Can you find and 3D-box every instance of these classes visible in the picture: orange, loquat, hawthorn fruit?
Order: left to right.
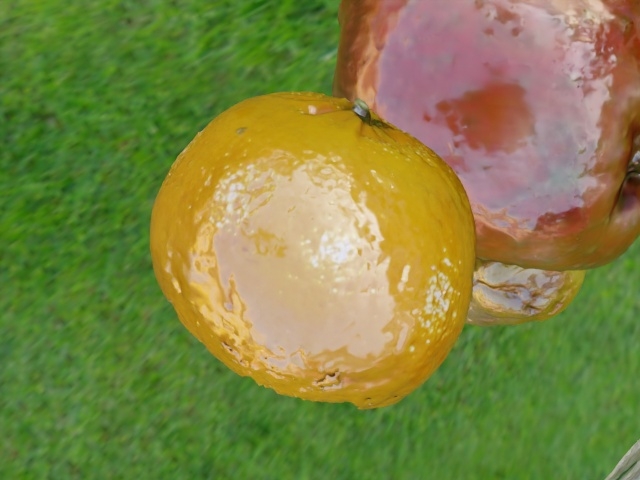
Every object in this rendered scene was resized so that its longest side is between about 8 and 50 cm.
[{"bbox_3d":[0.000,0.000,1.077,0.193,0.193,0.161,29,97,4],"label":"orange"},{"bbox_3d":[0.155,0.013,1.596,0.137,0.137,0.113,-21,116,17],"label":"loquat"},{"bbox_3d":[0.144,-0.107,1.352,0.300,0.275,0.275,34,112,35],"label":"hawthorn fruit"}]

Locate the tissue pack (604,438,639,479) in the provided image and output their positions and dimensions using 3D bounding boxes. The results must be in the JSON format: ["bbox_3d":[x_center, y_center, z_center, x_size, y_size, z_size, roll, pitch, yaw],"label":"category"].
[{"bbox_3d":[0.243,0.233,1.232,0.196,0.092,0.148,44,81,1],"label":"tissue pack"}]
